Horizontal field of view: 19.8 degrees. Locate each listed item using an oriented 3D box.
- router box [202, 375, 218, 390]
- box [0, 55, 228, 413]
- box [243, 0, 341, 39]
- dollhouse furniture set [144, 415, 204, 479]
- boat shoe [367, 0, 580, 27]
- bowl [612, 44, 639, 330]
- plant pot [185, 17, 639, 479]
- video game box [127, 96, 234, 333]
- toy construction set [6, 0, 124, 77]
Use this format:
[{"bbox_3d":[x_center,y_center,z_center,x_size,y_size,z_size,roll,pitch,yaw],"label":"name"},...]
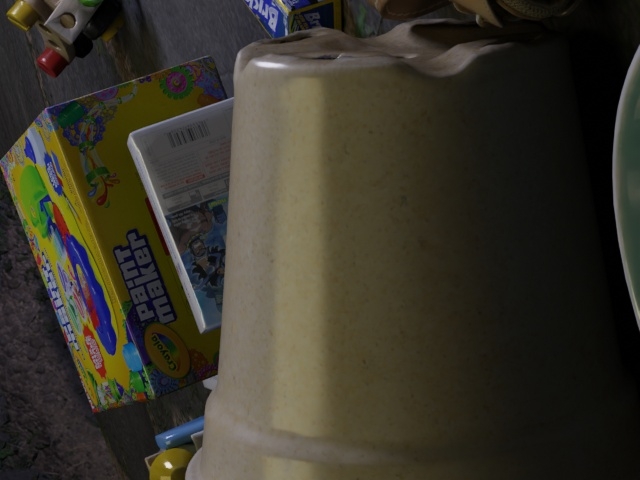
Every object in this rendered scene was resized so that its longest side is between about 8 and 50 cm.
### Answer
[{"bbox_3d":[-0.099,0.030,2.069,0.335,0.082,0.301,6,115,71],"label":"router box"},{"bbox_3d":[-0.171,0.003,1.834,0.290,0.177,0.279,69,160,2],"label":"box"},{"bbox_3d":[-0.040,-0.236,1.646,0.059,0.054,0.169,89,155,-45],"label":"box"},{"bbox_3d":[0.042,0.251,1.511,0.198,0.303,0.286,166,84,-74],"label":"dollhouse furniture set"},{"bbox_3d":[0.108,-0.184,1.138,0.110,0.121,0.341,70,162,3],"label":"boat shoe"},{"bbox_3d":[0.275,0.018,0.783,0.311,0.163,0.311,55,157,38],"label":"bowl"},{"bbox_3d":[0.060,0.013,1.239,0.334,0.333,0.305,-154,57,-66],"label":"plant pot"},{"bbox_3d":[-0.043,-0.038,1.622,0.048,0.205,0.187,128,121,-74],"label":"video game box"},{"bbox_3d":[-0.382,-0.306,2.242,0.237,0.309,0.257,7,124,65],"label":"toy construction set"}]
